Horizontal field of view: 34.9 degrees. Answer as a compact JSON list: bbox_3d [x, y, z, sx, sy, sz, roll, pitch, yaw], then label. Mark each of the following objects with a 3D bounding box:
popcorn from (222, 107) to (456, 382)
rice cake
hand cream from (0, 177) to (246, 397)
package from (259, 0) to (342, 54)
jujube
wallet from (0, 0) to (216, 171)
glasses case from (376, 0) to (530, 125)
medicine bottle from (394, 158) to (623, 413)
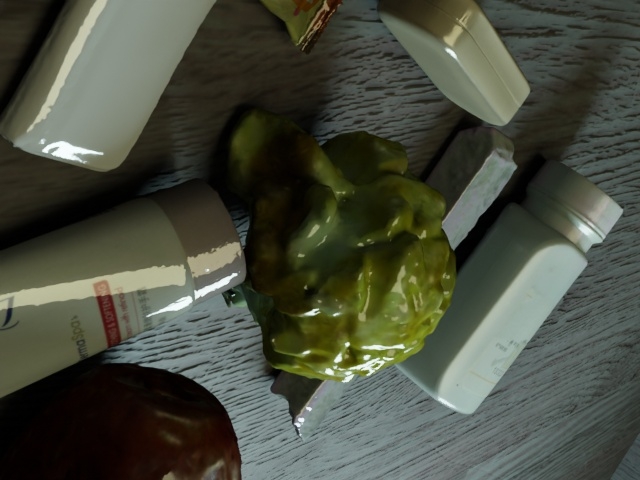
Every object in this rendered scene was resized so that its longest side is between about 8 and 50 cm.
[{"bbox_3d":[0.000,0.000,0.767,0.198,0.198,0.212,-47,127,-9],"label":"popcorn"},{"bbox_3d":[0.069,0.038,1.003,0.365,0.056,0.073,-53,150,3],"label":"rice cake"},{"bbox_3d":[-0.173,0.038,0.663,0.248,0.083,0.133,-27,141,-21],"label":"hand cream"},{"bbox_3d":[-0.007,-0.192,0.673,0.108,0.031,0.121,-54,151,4],"label":"package"},{"bbox_3d":[-0.167,0.211,0.765,0.183,0.183,0.243,11,106,-57],"label":"jujube"},{"bbox_3d":[-0.112,-0.127,0.599,0.190,0.033,0.095,-57,152,10],"label":"wallet"},{"bbox_3d":[0.112,-0.154,0.827,0.050,0.083,0.196,-53,152,3],"label":"glasses case"},{"bbox_3d":[0.215,0.053,1.171,0.296,0.111,0.161,-53,152,6],"label":"medicine bottle"}]
